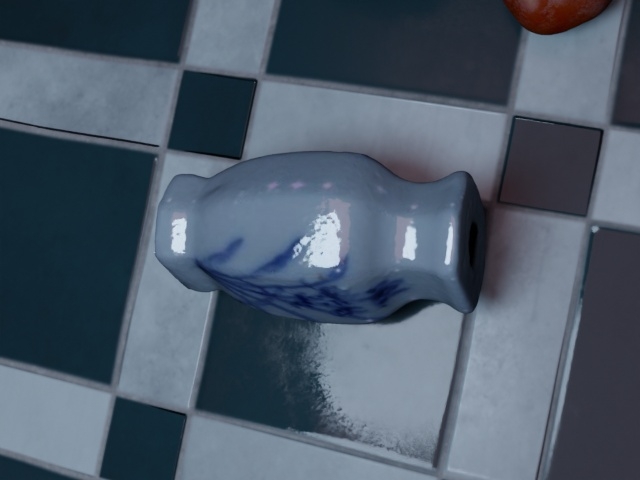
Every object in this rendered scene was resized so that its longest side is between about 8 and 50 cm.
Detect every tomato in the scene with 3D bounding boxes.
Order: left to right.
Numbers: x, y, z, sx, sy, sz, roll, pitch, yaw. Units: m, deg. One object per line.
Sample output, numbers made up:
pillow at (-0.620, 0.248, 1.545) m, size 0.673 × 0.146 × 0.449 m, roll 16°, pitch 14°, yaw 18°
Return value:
tomato at (0.312, -0.358, 1.241) m, size 0.187 × 0.151 × 0.187 m, roll -1°, pitch 86°, yaw 11°

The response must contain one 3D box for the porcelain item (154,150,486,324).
porcelain item at (0.000, 0.000, 1.252) m, size 0.404 × 0.242 × 0.179 m, roll 1°, pitch 66°, yaw 19°
